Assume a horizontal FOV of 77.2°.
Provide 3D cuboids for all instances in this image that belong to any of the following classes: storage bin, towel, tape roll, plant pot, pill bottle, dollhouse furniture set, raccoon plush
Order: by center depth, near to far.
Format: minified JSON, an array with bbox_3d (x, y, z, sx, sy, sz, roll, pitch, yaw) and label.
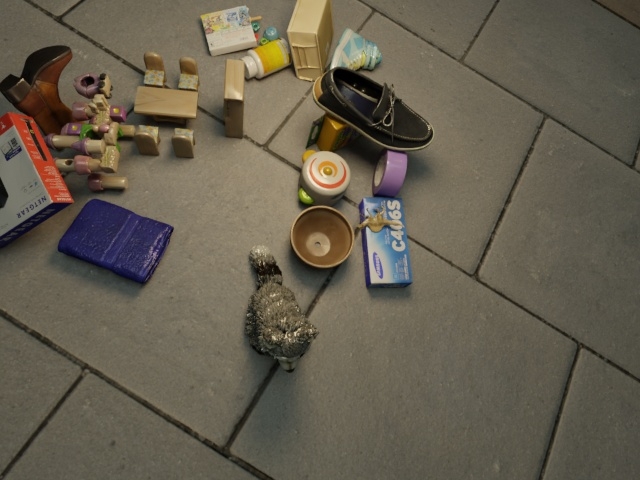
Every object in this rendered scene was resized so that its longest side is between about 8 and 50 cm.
[{"bbox_3d":[-0.163,0.196,1.283,0.216,0.299,0.447,-25,77,-18],"label":"raccoon plush"},{"bbox_3d":[-0.688,0.001,1.371,0.308,0.076,0.228,22,61,-3],"label":"towel"},{"bbox_3d":[0.000,0.000,1.488,0.237,0.110,0.238,3,71,-9],"label":"plant pot"},{"bbox_3d":[-0.485,-0.530,1.495,0.393,0.256,0.362,2,70,-11],"label":"dollhouse furniture set"},{"bbox_3d":[0.272,-0.269,1.595,0.080,0.189,0.189,11,69,-8],"label":"tape roll"},{"bbox_3d":[-0.233,-0.768,1.706,0.215,0.117,0.117,-33,80,-20],"label":"pill bottle"},{"bbox_3d":[-0.032,-0.871,1.713,0.123,0.260,0.262,9,68,10],"label":"storage bin"}]

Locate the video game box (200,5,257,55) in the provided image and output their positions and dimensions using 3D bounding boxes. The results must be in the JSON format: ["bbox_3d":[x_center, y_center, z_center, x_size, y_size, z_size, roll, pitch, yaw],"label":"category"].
[{"bbox_3d":[-0.398,-0.909,1.739,0.205,0.048,0.187,-15,79,-5],"label":"video game box"}]

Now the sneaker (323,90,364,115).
[{"bbox_3d":[0.136,-0.590,1.718,0.290,0.123,0.106,-41,81,-22],"label":"sneaker"}]

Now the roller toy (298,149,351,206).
[{"bbox_3d":[0.016,-0.242,1.556,0.191,0.146,0.210,6,69,-10],"label":"roller toy"}]

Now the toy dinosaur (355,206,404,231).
[{"bbox_3d":[0.220,-0.079,1.521,0.183,0.053,0.093,-3,87,-3],"label":"toy dinosaur"}]

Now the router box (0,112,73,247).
[{"bbox_3d":[-0.980,-0.176,1.248,0.335,0.082,0.301,-27,89,13],"label":"router box"}]

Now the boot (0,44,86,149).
[{"bbox_3d":[-0.893,-0.487,1.382,0.096,0.280,0.264,22,68,16],"label":"boot"}]

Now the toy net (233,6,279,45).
[{"bbox_3d":[-0.303,-0.956,1.801,0.232,0.045,0.122,35,81,5],"label":"toy net"}]

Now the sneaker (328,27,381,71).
[{"bbox_3d":[0.160,-0.798,1.794,0.208,0.127,0.319,21,69,-2],"label":"sneaker"}]

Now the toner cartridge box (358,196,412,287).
[{"bbox_3d":[0.249,0.005,1.555,0.165,0.075,0.348,0,71,-9],"label":"toner cartridge box"}]

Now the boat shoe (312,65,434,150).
[{"bbox_3d":[0.213,-0.476,1.467,0.500,0.156,0.187,23,73,-15],"label":"boat shoe"}]

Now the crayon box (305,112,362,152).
[{"bbox_3d":[0.103,-0.466,1.623,0.323,0.203,0.083,-33,81,-20],"label":"crayon box"}]

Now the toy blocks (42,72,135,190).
[{"bbox_3d":[-0.809,-0.353,1.339,0.259,0.309,0.289,1,70,-7],"label":"toy blocks"}]
